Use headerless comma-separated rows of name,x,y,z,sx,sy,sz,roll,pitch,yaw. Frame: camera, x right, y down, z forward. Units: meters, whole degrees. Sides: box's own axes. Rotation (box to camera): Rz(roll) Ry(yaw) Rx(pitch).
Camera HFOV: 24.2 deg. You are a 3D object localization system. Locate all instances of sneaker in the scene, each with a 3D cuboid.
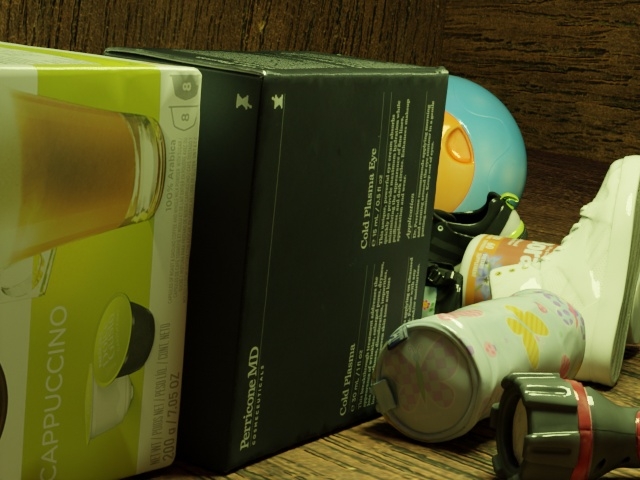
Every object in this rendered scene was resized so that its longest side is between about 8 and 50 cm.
sneaker,0.276,0.021,1.700,0.169,0.292,0.108,5,-32,23
sneaker,0.155,0.004,1.937,0.235,0.097,0.084,-25,18,10

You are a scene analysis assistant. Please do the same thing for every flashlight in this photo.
flashlight,0.303,0.168,1.278,0.304,0.103,0.103,3,36,-11

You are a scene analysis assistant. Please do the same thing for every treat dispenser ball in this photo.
treat dispenser ball,0.177,-0.116,2.325,0.288,0.288,0.288,4,9,-1

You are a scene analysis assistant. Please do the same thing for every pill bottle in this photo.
pill bottle,0.284,0.064,1.809,0.216,0.121,0.121,8,10,24

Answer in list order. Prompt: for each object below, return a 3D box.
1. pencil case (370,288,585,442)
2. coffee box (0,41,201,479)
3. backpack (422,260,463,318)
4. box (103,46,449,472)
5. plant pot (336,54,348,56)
pencil case,0.160,0.119,1.463,0.124,0.113,0.273,-41,-16,30
coffee box,-0.337,0.012,1.187,0.338,0.337,0.334,14,14,41
backpack,0.068,0.074,1.679,0.182,0.115,0.152,3,-4,6
box,-0.047,-0.001,1.375,0.179,0.343,0.312,12,11,31
plant pot,-0.033,-0.057,1.773,0.293,0.196,0.293,-28,-14,-8
